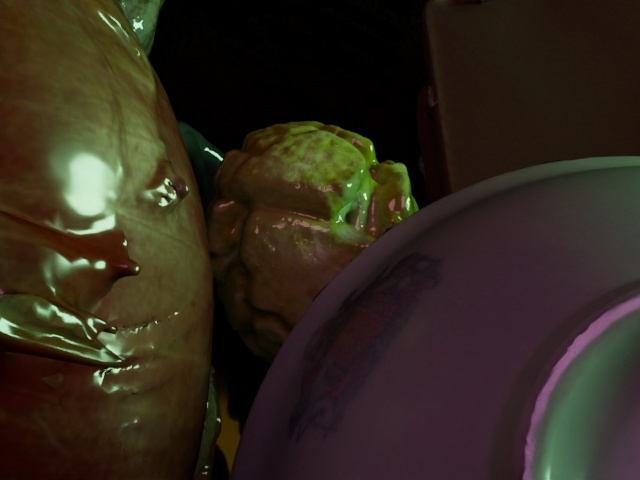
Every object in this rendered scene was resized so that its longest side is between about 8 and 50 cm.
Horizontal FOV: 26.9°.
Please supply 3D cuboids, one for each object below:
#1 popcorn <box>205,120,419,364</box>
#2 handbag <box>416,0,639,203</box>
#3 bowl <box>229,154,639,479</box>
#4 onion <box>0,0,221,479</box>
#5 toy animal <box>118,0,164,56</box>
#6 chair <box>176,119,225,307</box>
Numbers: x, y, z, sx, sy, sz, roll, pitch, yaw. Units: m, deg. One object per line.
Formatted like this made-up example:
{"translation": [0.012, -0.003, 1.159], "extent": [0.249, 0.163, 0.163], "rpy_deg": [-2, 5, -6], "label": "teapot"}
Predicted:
{"translation": [0.000, 0.000, 0.640], "extent": [0.106, 0.116, 0.120], "rpy_deg": [-19, 46, 17], "label": "popcorn"}
{"translation": [0.185, -0.017, 0.678], "extent": [0.260, 0.084, 0.275], "rpy_deg": [-2, 53, -3], "label": "handbag"}
{"translation": [0.129, 0.100, 0.473], "extent": [0.346, 0.157, 0.345], "rpy_deg": [-1, 71, 2], "label": "bowl"}
{"translation": [-0.188, 0.030, 0.484], "extent": [0.354, 0.353, 0.353], "rpy_deg": [-1, 52, 1], "label": "onion"}
{"translation": [-0.132, -0.116, 0.767], "extent": [0.105, 0.070, 0.202], "rpy_deg": [18, 57, 38], "label": "toy animal"}
{"translation": [-0.145, -0.020, 0.673], "extent": [0.222, 0.095, 0.104], "rpy_deg": [4, 64, 3], "label": "chair"}
